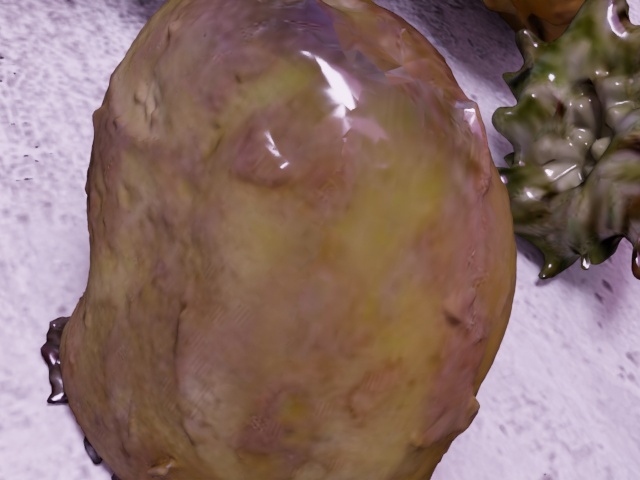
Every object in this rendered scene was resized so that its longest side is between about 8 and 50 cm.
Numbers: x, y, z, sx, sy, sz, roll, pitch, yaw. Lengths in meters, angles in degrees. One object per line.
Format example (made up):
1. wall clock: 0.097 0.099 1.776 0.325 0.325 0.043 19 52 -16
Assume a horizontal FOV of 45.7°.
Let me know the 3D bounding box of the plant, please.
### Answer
1. plant: 0.297 -0.073 0.666 0.333 0.251 0.180 9 11 -42

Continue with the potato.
1. potato: 0.000 0.000 0.418 0.288 0.237 0.301 32 50 -1

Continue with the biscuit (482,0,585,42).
1. biscuit: 0.166 -0.298 0.727 0.296 0.102 0.296 51 14 -17
